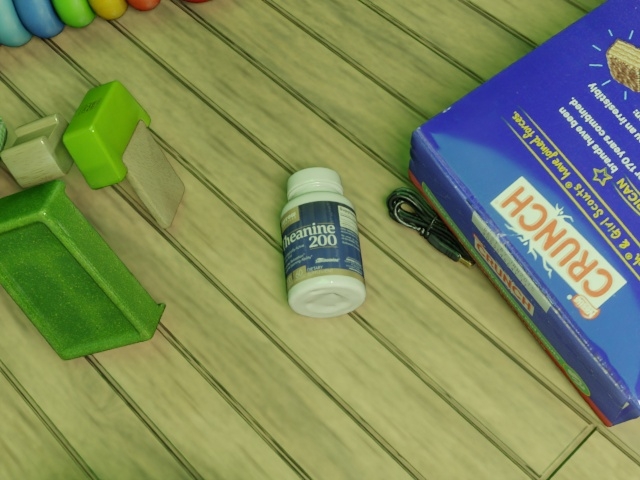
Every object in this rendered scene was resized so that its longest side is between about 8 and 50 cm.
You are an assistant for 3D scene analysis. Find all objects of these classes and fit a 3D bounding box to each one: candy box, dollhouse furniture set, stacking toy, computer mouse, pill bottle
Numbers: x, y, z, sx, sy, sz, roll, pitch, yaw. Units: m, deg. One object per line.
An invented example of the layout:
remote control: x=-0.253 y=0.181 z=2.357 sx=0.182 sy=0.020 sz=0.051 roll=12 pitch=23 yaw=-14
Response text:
candy box: x=0.271 y=-0.054 z=0.772 sx=0.317 sy=0.122 sz=0.268 roll=-33 pitch=73 yaw=-8
dollhouse furniture set: x=-0.289 y=0.002 z=0.915 sx=0.301 sy=0.151 sz=0.197 roll=-15 pitch=37 yaw=23
stacking toy: x=-0.248 y=-0.269 z=1.026 sx=0.330 sy=0.141 sz=0.141 roll=-6 pitch=61 yaw=1
computer mouse: x=0.156 y=-0.068 z=0.871 sx=0.106 sy=0.042 sz=0.193 roll=36 pitch=74 yaw=27
pill bottle: x=0.000 y=0.000 z=0.852 sx=0.067 sy=0.067 sz=0.120 roll=-10 pitch=61 yaw=6
